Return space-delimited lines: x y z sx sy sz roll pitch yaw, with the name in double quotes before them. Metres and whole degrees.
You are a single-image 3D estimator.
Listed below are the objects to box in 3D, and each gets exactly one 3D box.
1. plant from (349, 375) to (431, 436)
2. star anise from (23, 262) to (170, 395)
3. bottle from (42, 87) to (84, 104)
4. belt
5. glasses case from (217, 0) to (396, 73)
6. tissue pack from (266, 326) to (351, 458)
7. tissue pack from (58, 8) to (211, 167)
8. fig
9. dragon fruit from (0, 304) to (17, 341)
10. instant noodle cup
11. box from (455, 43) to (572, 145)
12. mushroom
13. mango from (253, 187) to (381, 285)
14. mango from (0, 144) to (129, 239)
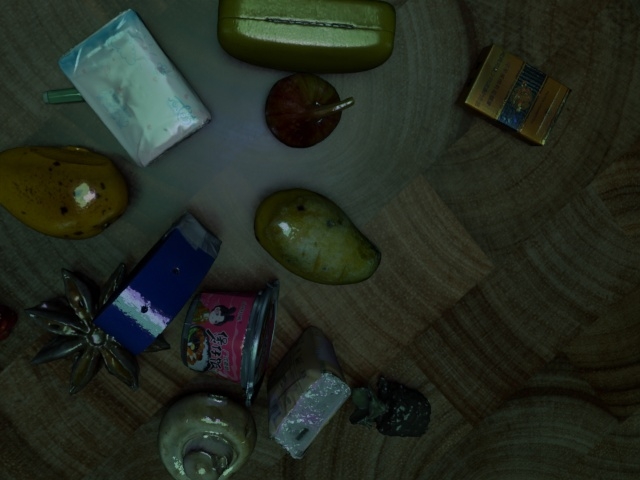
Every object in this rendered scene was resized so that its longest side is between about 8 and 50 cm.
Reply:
"plant" 0.179 0.436 1.361 0.203 0.131 0.143 22 99 -22
"star anise" -0.508 0.202 1.214 0.331 0.117 0.332 -2 98 -17
"bottle" -0.555 -0.313 1.136 0.083 0.030 0.031 -8 103 -6
"belt" -0.332 0.077 1.099 0.117 0.347 0.212 43 119 -14
"glasses case" -0.030 -0.435 1.117 0.370 0.173 0.141 2 101 -7
"tissue pack" -0.043 0.345 1.242 0.123 0.257 0.215 36 96 -17
"tissue pack" -0.387 -0.316 1.116 0.201 0.124 0.271 -35 106 3
"fig" -0.032 -0.279 1.135 0.174 0.207 0.175 -4 110 -10
"dragon fruit" -0.841 0.144 1.132 0.329 0.302 0.241 10 68 -26
"instant noodle cup" -0.211 0.217 1.211 0.181 0.303 0.259 9 133 3
"box" 0.468 -0.347 1.271 0.237 0.070 0.152 23 97 -14
"mushroom" -0.277 0.483 1.278 0.254 0.184 0.255 1 109 4
"mango" -0.007 0.003 1.232 0.176 0.176 0.329 -30 130 30
"mango" -0.560 -0.102 1.120 0.290 0.160 0.191 15 108 -8
